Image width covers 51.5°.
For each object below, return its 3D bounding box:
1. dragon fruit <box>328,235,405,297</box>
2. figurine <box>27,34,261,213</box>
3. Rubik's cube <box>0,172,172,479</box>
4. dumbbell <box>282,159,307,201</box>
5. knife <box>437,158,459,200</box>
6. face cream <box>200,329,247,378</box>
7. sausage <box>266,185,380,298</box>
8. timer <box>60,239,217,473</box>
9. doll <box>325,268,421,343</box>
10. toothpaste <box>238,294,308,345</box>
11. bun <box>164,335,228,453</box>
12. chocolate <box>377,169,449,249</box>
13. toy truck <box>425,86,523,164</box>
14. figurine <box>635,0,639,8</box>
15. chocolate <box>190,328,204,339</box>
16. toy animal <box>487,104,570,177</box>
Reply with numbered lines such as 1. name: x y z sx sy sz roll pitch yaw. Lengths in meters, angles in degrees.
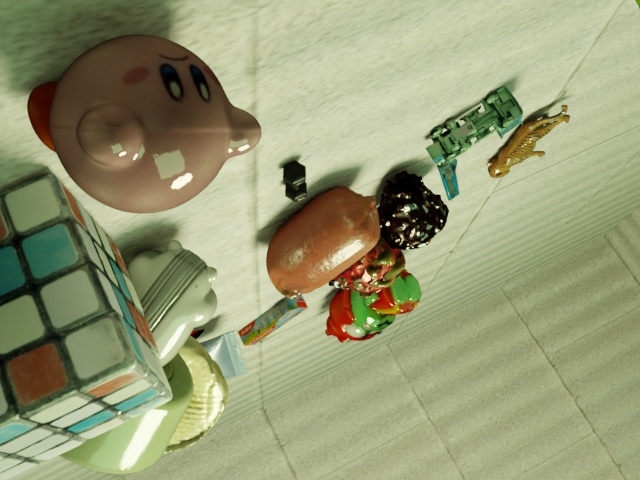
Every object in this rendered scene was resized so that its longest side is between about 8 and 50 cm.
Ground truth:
1. dragon fruit: 0.096 0.037 1.414 0.171 0.166 0.160 7 103 -43
2. figurine: -0.163 -0.107 0.621 0.173 0.173 0.173 -25 161 -9
3. Rubik's cube: -0.355 0.117 0.801 0.256 0.254 0.259 -25 160 -10
4. dumbbell: -0.040 -0.092 1.044 0.036 0.040 0.083 -56 168 -17
5. knife: 0.276 -0.135 1.407 0.044 0.026 0.296 -42 160 3
6. face cream: -0.364 0.310 1.500 0.384 0.086 0.136 -16 124 -10
7. sausage: 0.000 0.000 1.199 0.254 0.148 0.148 -33 161 25
8. timer: -0.284 0.146 1.037 0.315 0.290 0.290 -52 157 7
9. doll: 0.117 0.184 1.807 0.182 0.160 0.363 -11 157 -41
10. toothpaste: -0.128 0.202 1.683 0.193 0.044 0.070 -37 158 22
11. bun: -0.331 0.305 1.387 0.259 0.260 0.152 -26 -160 -8
12. chocolate: 0.165 -0.078 1.284 0.156 0.156 0.133 -29 132 1
13. toy truck: 0.274 -0.193 1.183 0.175 0.067 0.081 -32 162 10
14. figurine: 0.470 -0.393 0.849 0.162 0.143 0.263 -37 150 6
15. chocolate: -0.345 0.253 1.528 0.182 0.028 0.086 -36 157 27
16. toy animal: 0.439 -0.205 1.405 0.099 0.057 0.241 -20 160 -24
